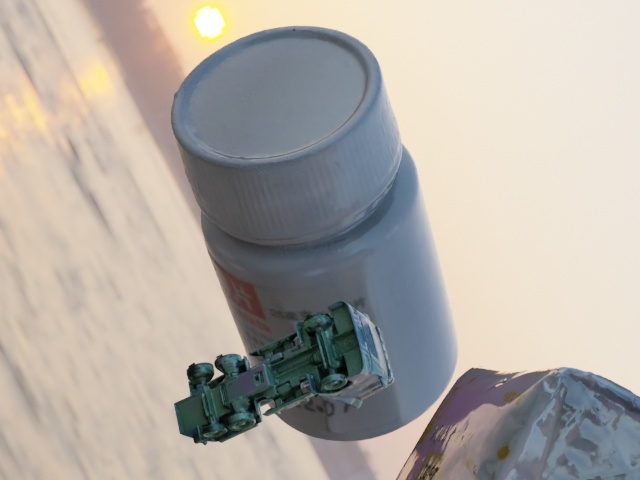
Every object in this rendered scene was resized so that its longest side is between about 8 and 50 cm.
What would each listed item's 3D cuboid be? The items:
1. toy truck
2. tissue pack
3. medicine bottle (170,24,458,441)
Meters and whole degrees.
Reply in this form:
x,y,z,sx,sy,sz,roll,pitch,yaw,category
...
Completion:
x,y,z,sx,sy,sz,roll,pitch,yaw,category
-0.028,0.115,1.400,0.081,0.175,0.067,30,39,-55,toy truck
0.110,0.169,1.006,0.124,0.185,0.225,29,-7,-5,tissue pack
0.000,0.000,1.665,0.211,0.211,0.371,-121,-170,-47,medicine bottle
